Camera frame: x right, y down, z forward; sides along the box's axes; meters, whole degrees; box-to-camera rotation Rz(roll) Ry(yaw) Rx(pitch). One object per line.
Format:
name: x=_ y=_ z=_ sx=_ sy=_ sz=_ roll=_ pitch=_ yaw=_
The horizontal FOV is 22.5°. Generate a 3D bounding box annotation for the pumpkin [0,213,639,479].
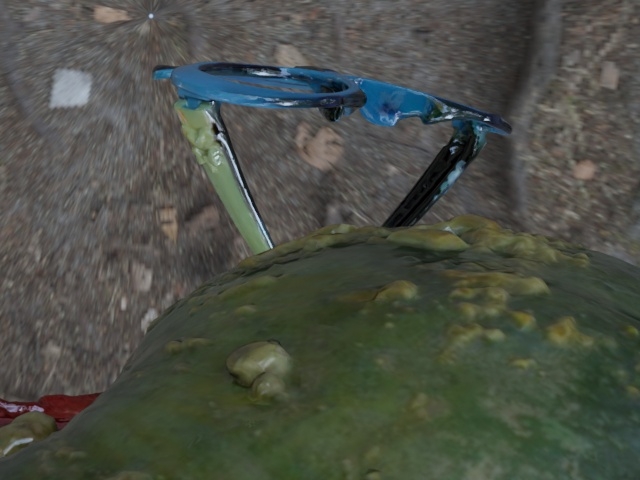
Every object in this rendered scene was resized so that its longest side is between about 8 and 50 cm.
pumpkin: x=0.003 y=0.138 z=0.434 sx=0.328 sy=0.291 sz=0.257 roll=-40 pitch=86 yaw=-7

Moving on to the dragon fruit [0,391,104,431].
dragon fruit: x=-0.230 y=0.208 z=0.967 sx=0.329 sy=0.228 sz=0.286 roll=-36 pitch=143 yaw=-36

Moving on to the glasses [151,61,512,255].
glasses: x=0.027 y=-0.012 z=0.846 sx=0.102 sy=0.239 sz=0.207 roll=-26 pitch=75 yaw=37
